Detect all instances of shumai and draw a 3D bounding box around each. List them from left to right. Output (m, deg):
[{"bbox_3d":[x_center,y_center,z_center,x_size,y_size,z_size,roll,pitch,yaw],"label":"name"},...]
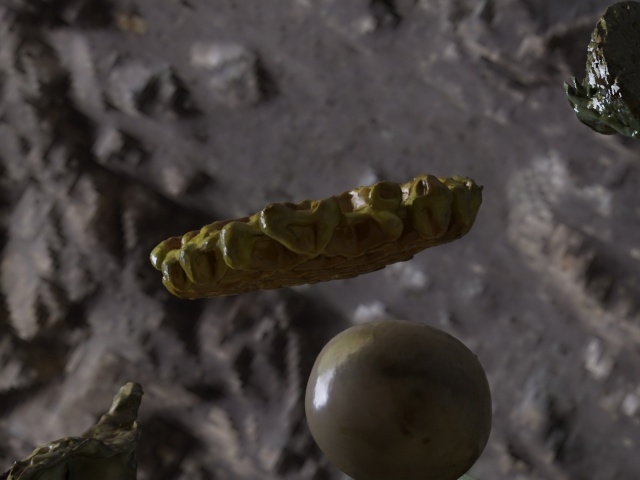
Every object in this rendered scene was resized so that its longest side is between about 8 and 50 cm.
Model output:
[{"bbox_3d":[0.233,-0.110,1.391,0.099,0.123,0.087,12,141,-22],"label":"shumai"}]

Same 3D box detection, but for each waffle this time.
[{"bbox_3d":[0.000,0.002,1.525,0.283,0.065,0.309,-12,178,6],"label":"waffle"}]

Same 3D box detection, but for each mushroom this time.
[{"bbox_3d":[0.090,0.164,1.991,0.204,0.204,0.204,27,165,8],"label":"mushroom"}]

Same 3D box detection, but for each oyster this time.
[{"bbox_3d":[-0.285,0.305,2.007,0.111,0.204,0.396,3,-164,25],"label":"oyster"}]

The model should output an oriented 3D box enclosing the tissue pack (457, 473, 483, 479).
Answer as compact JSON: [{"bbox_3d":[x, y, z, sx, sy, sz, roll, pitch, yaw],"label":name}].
[{"bbox_3d":[0.095,0.434,2.034,0.287,0.388,0.162,12,136,39],"label":"tissue pack"}]
